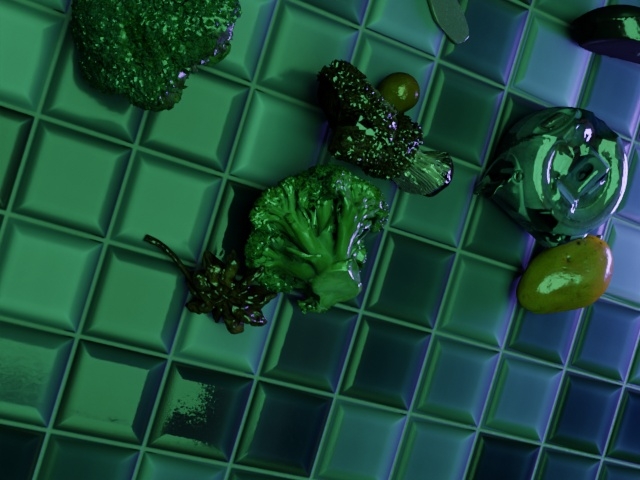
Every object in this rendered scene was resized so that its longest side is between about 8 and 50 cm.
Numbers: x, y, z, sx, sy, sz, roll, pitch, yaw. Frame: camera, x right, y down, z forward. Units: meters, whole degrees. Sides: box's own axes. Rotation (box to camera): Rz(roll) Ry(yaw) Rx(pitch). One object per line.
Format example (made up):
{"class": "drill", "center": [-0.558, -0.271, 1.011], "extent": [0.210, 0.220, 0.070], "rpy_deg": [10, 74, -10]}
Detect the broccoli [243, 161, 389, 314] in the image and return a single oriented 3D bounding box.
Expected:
{"class": "broccoli", "center": [0.000, 0.000, 1.672], "extent": [0.269, 0.241, 0.261], "rpy_deg": [-27, 129, 11]}

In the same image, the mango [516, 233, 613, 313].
{"class": "mango", "center": [0.492, 0.077, 1.943], "extent": [0.227, 0.109, 0.147], "rpy_deg": [-29, 109, -16]}

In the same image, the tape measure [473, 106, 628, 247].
{"class": "tape measure", "center": [0.468, -0.126, 1.891], "extent": [0.256, 0.147, 0.275], "rpy_deg": [39, 82, -23]}

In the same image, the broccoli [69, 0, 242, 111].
{"class": "broccoli", "center": [-0.245, -0.347, 1.517], "extent": [0.275, 0.308, 0.307], "rpy_deg": [17, 89, -48]}

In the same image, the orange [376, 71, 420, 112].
{"class": "orange", "center": [0.141, -0.268, 1.775], "extent": [0.085, 0.085, 0.084], "rpy_deg": [-3, 97, -23]}

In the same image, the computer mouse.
{"class": "computer mouse", "center": [0.637, -0.408, 1.919], "extent": [0.295, 0.168, 0.087], "rpy_deg": [11, 90, -26]}

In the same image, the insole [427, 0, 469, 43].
{"class": "insole", "center": [0.226, -0.458, 1.821], "extent": [0.063, 0.010, 0.192], "rpy_deg": [-33, 107, -17]}

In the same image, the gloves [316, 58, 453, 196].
{"class": "gloves", "center": [0.096, -0.184, 1.693], "extent": [0.135, 0.210, 0.312], "rpy_deg": [-44, 111, 12]}

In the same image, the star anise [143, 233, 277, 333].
{"class": "star anise", "center": [-0.189, 0.083, 1.659], "extent": [0.073, 0.234, 0.177], "rpy_deg": [-51, 146, -48]}
